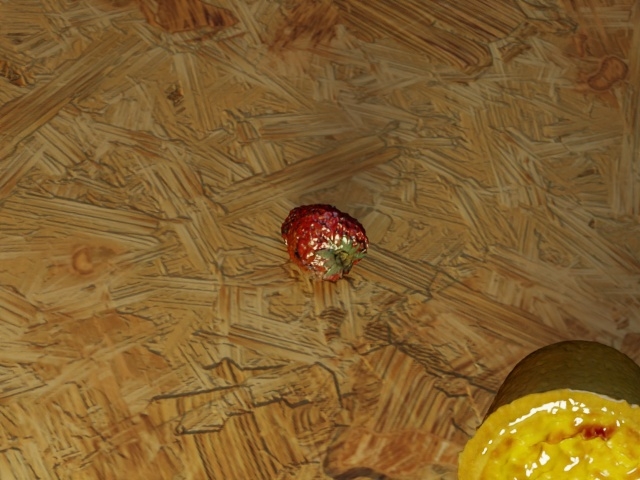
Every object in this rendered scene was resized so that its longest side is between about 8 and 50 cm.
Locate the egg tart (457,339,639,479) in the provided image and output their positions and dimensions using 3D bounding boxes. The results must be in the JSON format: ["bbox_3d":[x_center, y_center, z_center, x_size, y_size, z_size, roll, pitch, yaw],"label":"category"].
[{"bbox_3d":[0.225,0.185,1.697,0.202,0.203,0.147,12,29,0],"label":"egg tart"}]

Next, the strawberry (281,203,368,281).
[{"bbox_3d":[0.000,0.000,1.934,0.096,0.083,0.083,32,45,32],"label":"strawberry"}]
